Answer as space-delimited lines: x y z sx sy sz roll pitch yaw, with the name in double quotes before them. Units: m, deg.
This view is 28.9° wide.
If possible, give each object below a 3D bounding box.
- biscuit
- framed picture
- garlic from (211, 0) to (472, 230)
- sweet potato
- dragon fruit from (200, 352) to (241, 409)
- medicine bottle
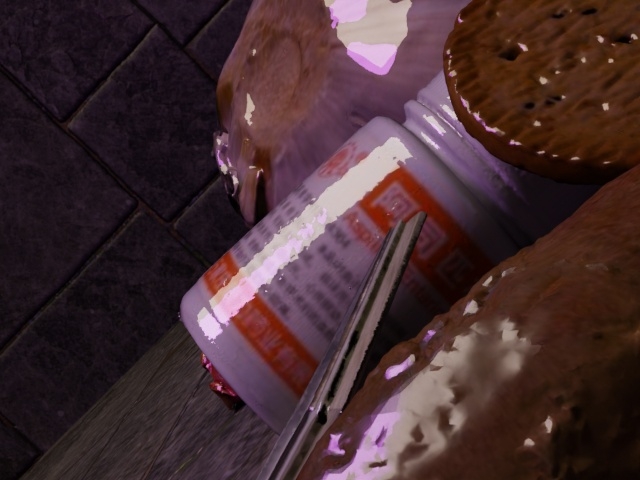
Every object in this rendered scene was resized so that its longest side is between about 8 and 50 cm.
"biscuit" 0.158 -0.096 0.648 0.188 0.188 0.027 -49 -35 -29
"framed picture" -0.036 0.139 0.579 0.296 0.019 0.232 -64 -2 21
"garlic" 0.053 -0.125 0.943 0.322 0.322 0.241 -43 -19 29
"sweet potato" 0.031 0.106 0.393 0.385 0.109 0.109 -48 6 -14
"dragon fruit" -0.075 0.112 1.266 0.112 0.068 0.126 -43 6 4
"medicine bottle" 0.049 0.003 0.742 0.252 0.144 0.144 -44 6 0
